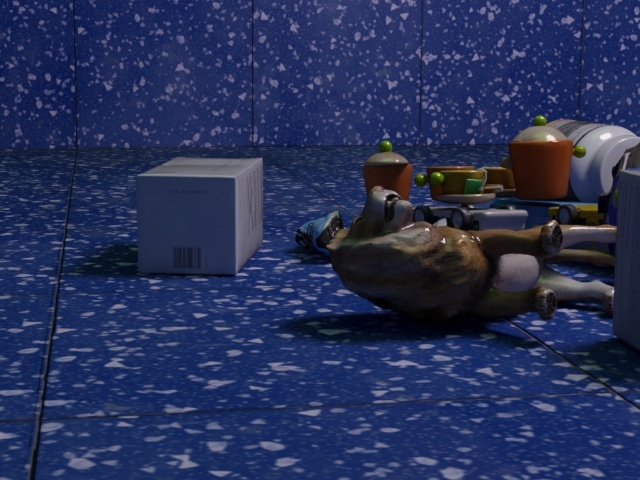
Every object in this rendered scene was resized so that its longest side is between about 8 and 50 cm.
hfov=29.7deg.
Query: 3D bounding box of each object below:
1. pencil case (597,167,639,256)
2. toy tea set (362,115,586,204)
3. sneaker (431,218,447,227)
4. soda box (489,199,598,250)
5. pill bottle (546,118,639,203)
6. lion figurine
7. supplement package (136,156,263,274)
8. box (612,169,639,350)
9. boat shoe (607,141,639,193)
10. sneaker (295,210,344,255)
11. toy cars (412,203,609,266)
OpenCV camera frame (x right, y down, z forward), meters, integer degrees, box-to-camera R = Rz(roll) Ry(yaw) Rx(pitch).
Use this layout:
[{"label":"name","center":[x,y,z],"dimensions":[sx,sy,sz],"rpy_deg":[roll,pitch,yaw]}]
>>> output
[{"label":"pencil case","center":[0.504,-0.010,1.511],"dimensions":[0.306,0.133,0.119],"rpy_deg":[9,42,3]},{"label":"toy tea set","center":[0.223,-0.120,1.794],"dimensions":[0.336,0.124,0.200],"rpy_deg":[-4,5,-34]},{"label":"sneaker","center":[0.137,0.013,1.609],"dimensions":[0.077,0.072,0.178],"rpy_deg":[-9,3,7]},{"label":"soda box","center":[0.363,-0.022,1.823],"dimensions":[0.210,0.067,0.071],"rpy_deg":[4,9,18]},{"label":"pill bottle","center":[0.513,-0.140,2.266],"dimensions":[0.162,0.162,0.278],"rpy_deg":[-2,11,-17]},{"label":"lion figurine","center":[0.204,0.031,1.392],"dimensions":[0.240,0.142,0.392],"rpy_deg":[-2,-8,39]},{"label":"supplement package","center":[-0.162,-0.040,1.698],"dimensions":[0.139,0.134,0.244],"rpy_deg":[1,10,7]},{"label":"box","center":[0.400,0.021,1.216],"dimensions":[0.180,0.182,0.119],"rpy_deg":[0,9,-8]},{"label":"boat shoe","center":[0.505,-0.087,1.986],"dimensions":[0.095,0.112,0.335],"rpy_deg":[0,22,15]},{"label":"sneaker","center":[0.000,0.000,1.754],"dimensions":[0.073,0.063,0.162],"rpy_deg":[-17,4,4]},{"label":"toy cars","center":[0.307,-0.008,1.709],"dimensions":[0.393,0.087,0.176],"rpy_deg":[0,4,18]}]
